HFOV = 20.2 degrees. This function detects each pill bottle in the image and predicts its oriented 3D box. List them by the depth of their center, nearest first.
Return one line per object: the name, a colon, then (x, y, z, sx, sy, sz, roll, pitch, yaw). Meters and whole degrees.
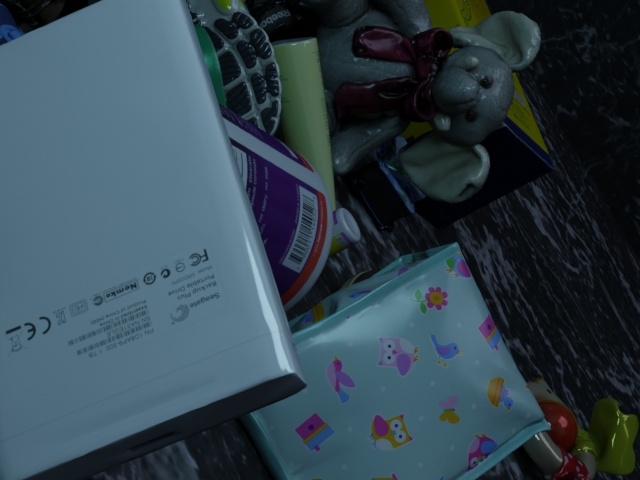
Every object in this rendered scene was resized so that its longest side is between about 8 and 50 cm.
pill bottle: (-0.133, -0.041, 1.559, 0.323, 0.181, 0.181, 29, 37, -58)
pill bottle: (0.000, 0.000, 2.004, 0.043, 0.083, 0.043, 52, 20, -28)

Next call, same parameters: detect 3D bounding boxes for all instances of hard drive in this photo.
hard drive: (-0.168, -0.008, 1.333, 0.047, 0.233, 0.353, 53, 16, -61)

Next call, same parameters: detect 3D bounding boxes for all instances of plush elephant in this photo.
plush elephant: (0.118, -0.191, 2.186, 0.330, 0.255, 0.272, 3, 101, -71)

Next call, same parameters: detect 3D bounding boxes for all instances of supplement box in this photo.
supplement box: (0.163, -0.233, 2.600, 0.195, 0.194, 0.356, 32, 33, -56)

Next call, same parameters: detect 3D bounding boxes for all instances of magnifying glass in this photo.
magnifying glass: (-0.112, -0.121, 1.921, 0.092, 0.026, 0.231, 144, -68, -66)

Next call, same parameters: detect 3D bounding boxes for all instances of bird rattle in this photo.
bird rattle: (0.324, 0.291, 2.461, 0.207, 0.143, 0.253, 50, 31, 3)

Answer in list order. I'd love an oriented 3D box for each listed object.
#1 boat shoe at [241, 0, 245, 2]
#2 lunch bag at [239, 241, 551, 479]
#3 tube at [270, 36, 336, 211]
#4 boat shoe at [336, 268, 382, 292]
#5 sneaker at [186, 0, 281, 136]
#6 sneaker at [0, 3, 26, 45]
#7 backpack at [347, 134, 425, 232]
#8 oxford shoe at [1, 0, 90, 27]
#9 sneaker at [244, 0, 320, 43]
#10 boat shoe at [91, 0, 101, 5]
boat shoe: (-0.140, -0.323, 2.161, 0.135, 0.045, 0.050, 44, 25, -42)
lunch bag: (0.052, 0.158, 1.737, 0.223, 0.262, 0.160, 62, -22, -5)
tube: (-0.015, -0.109, 2.047, 0.070, 0.062, 0.240, -31, 114, -62)
boat shoe: (0.085, 0.124, 1.987, 0.123, 0.123, 0.342, 55, 19, -18)
sneaker: (-0.105, -0.224, 2.033, 0.275, 0.107, 0.110, 69, 10, 21)
sneaker: (-0.259, -0.154, 1.580, 0.053, 0.059, 0.144, 19, 43, -62)
backpack: (0.088, -0.090, 2.370, 0.105, 0.084, 0.114, 53, 17, -31)
oxford shoe: (-0.270, -0.246, 1.630, 0.096, 0.083, 0.227, 58, 18, 16)
sneaker: (-0.070, -0.316, 2.242, 0.276, 0.097, 0.135, 56, 12, -19)
boat shoe: (-0.216, -0.308, 1.818, 0.121, 0.119, 0.335, 26, 39, -60)
